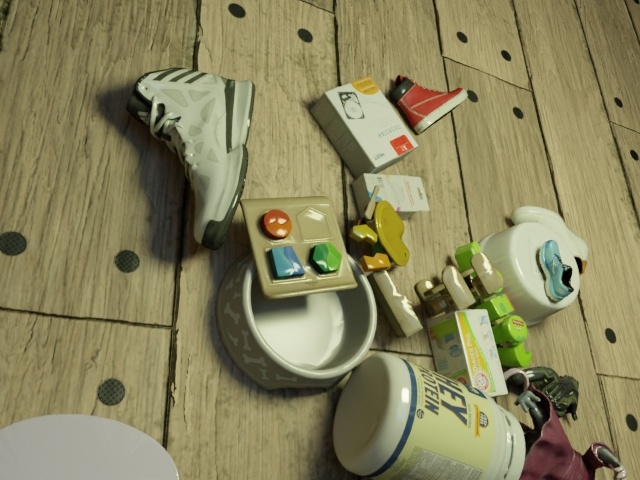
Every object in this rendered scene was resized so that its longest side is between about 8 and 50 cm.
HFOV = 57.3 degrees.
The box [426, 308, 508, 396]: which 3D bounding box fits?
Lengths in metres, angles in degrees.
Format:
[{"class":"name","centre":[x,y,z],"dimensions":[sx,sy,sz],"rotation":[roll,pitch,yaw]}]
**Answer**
[{"class":"box","centre":[0.340,0.273,1.371],"dimensions":[0.103,0.114,0.203],"rotation":[3,67,-29]}]

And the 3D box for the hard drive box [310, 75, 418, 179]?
[{"class":"hard drive box","centre":[0.115,-0.293,1.529],"dimensions":[0.181,0.089,0.232],"rotation":[-31,85,-36]}]

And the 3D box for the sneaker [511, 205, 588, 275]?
[{"class":"sneaker","centre":[0.673,0.006,1.699],"dimensions":[0.290,0.106,0.123],"rotation":[30,53,-17]}]

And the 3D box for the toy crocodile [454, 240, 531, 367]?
[{"class":"toy crocodile","centre":[0.437,0.164,1.482],"dimensions":[0.105,0.115,0.340],"rotation":[-16,78,-37]}]

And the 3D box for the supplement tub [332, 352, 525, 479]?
[{"class":"supplement tub","centre":[0.214,0.383,1.169],"dimensions":[0.325,0.235,0.235],"rotation":[24,57,-19]}]

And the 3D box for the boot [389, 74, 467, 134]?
[{"class":"boot","centre":[0.315,-0.436,1.720],"dimensions":[0.244,0.088,0.176],"rotation":[-36,86,-34]}]

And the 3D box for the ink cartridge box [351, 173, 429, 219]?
[{"class":"ink cartridge box","centre":[0.180,-0.109,1.494],"dimensions":[0.182,0.061,0.104],"rotation":[-1,68,-30]}]

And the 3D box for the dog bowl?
[{"class":"dog bowl","centre":[-0.035,0.144,1.222],"dimensions":[0.349,0.102,0.348],"rotation":[13,62,-25]}]

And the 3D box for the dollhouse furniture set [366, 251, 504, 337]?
[{"class":"dollhouse furniture set","centre":[0.252,0.095,1.350],"dimensions":[0.242,0.212,0.160],"rotation":[-27,83,-9]}]

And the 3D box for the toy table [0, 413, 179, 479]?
[{"class":"toy table","centre":[-0.356,0.369,0.861],"dimensions":[0.275,0.160,0.252],"rotation":[21,47,-4]}]

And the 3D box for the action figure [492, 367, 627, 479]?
[{"class":"action figure","centre":[0.539,0.524,1.366],"dimensions":[0.370,0.248,0.275],"rotation":[39,10,-24]}]

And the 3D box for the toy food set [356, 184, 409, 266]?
[{"class":"toy food set","centre":[0.137,-0.024,1.391],"dimensions":[0.218,0.071,0.128],"rotation":[52,39,-36]}]

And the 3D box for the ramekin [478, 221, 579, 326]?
[{"class":"ramekin","centre":[0.563,0.083,1.581],"dimensions":[0.277,0.135,0.277],"rotation":[13,62,-25]}]

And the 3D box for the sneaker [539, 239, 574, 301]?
[{"class":"sneaker","centre":[0.607,0.071,1.481],"dimensions":[0.064,0.073,0.162],"rotation":[9,63,-26]}]

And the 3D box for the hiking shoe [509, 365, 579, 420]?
[{"class":"hiking shoe","centre":[0.571,0.387,1.468],"dimensions":[0.227,0.086,0.114],"rotation":[17,56,-24]}]

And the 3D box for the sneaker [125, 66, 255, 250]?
[{"class":"sneaker","centre":[-0.287,-0.187,1.223],"dimensions":[0.258,0.169,0.447],"rotation":[12,54,-16]}]

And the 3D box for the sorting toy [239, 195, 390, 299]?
[{"class":"sorting toy","centre":[0.000,0.000,1.218],"dimensions":[0.308,0.041,0.228],"rotation":[-5,65,-30]}]
